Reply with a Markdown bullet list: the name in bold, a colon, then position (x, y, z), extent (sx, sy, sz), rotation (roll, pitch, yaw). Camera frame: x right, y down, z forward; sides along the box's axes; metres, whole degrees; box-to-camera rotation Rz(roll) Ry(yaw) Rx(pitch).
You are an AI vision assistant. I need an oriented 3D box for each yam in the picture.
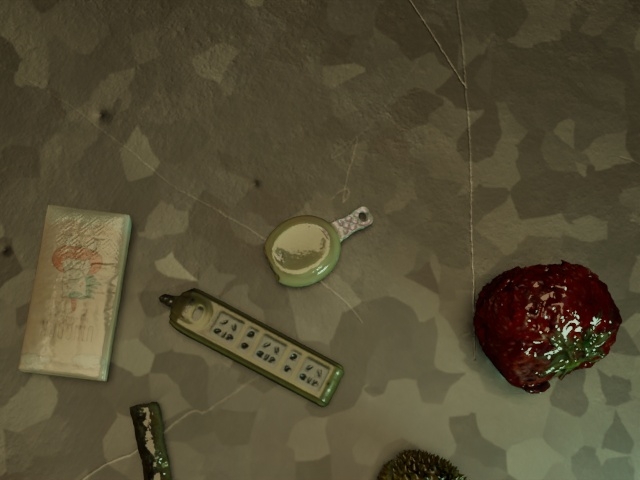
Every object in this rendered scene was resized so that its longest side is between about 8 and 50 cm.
- **yam**: position (-0.309, 0.433, 1.892), extent (0.061, 0.061, 0.253), rotation (-14, 81, -4)

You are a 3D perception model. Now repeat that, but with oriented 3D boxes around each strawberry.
- **strawberry**: position (0.417, 0.140, 1.900), extent (0.274, 0.274, 0.220), rotation (-27, 44, -6)

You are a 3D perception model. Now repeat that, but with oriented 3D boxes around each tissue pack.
- **tissue pack**: position (-0.473, 0.103, 1.939), extent (0.170, 0.071, 0.325), rotation (8, 79, -2)

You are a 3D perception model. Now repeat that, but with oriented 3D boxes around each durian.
- **durian**: position (0.210, 0.501, 1.848), extent (0.237, 0.138, 0.193), rotation (32, 69, 3)

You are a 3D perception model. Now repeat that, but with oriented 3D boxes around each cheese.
- **cheese**: position (0.000, 0.000, 1.979), extent (0.227, 0.064, 0.137), rotation (-29, 83, -8)

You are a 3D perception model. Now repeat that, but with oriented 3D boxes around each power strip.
- **power strip**: position (-0.140, 0.196, 1.937), extent (0.387, 0.066, 0.092), rotation (27, 78, 3)
